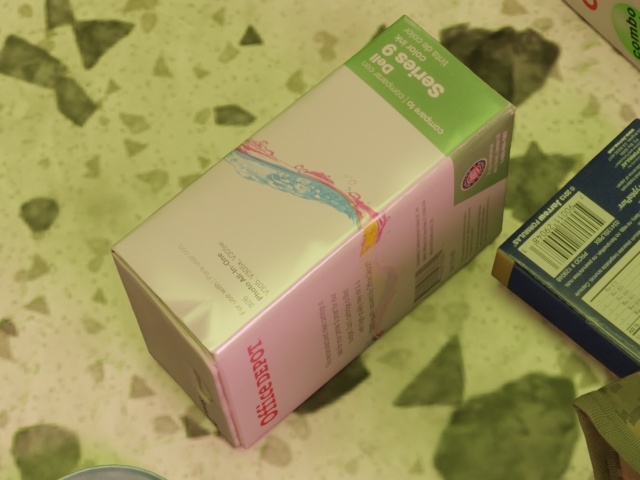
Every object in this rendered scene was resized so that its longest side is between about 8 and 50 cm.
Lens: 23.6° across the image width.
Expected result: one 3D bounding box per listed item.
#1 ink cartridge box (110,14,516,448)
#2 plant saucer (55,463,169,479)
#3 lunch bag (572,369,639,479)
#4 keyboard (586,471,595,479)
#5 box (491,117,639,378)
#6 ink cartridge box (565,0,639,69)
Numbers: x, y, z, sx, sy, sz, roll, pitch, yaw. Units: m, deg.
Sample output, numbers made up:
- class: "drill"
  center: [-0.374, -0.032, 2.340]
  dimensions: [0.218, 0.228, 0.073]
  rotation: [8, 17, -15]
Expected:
- class: "ink cartridge box"
  center: [0.000, 0.000, 0.852]
  dimensions: [0.212, 0.154, 0.093]
  rotation: [-41, 69, -15]
- class: "plant saucer"
  center: [-0.117, 0.184, 0.845]
  dimensions: [0.119, 0.021, 0.119]
  rotation: [-1, 65, 2]
- class: "lunch bag"
  center: [0.276, 0.164, 0.720]
  dimensions: [0.235, 0.287, 0.169]
  rotation: [-25, 30, -10]
- class: "keyboard"
  center: [0.107, 0.240, 0.810]
  dimensions: [0.072, 0.014, 0.256]
  rotation: [33, 70, 17]
- class: "box"
  center: [0.227, 0.040, 0.876]
  dimensions: [0.225, 0.036, 0.136]
  rotation: [40, 64, 21]
- class: "ink cartridge box"
  center: [0.306, -0.166, 0.891]
  dimensions: [0.197, 0.198, 0.270]
  rotation: [-37, 67, -13]
